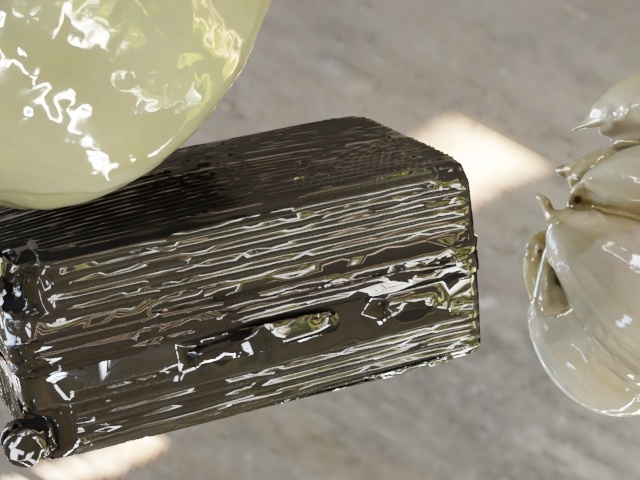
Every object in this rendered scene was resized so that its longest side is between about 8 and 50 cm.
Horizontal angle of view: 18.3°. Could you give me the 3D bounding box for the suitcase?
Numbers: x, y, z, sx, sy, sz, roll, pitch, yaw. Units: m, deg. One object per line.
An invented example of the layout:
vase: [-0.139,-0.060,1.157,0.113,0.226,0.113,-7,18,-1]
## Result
suitcase: [-0.080,0.017,1.345,0.229,0.335,0.152,-144,44,-67]

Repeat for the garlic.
garlic: [0.258,-0.001,1.515,0.203,0.281,0.185,26,-171,-21]

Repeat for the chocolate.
chocolate: [-0.187,-0.158,1.196,0.314,0.326,0.297,23,160,48]
